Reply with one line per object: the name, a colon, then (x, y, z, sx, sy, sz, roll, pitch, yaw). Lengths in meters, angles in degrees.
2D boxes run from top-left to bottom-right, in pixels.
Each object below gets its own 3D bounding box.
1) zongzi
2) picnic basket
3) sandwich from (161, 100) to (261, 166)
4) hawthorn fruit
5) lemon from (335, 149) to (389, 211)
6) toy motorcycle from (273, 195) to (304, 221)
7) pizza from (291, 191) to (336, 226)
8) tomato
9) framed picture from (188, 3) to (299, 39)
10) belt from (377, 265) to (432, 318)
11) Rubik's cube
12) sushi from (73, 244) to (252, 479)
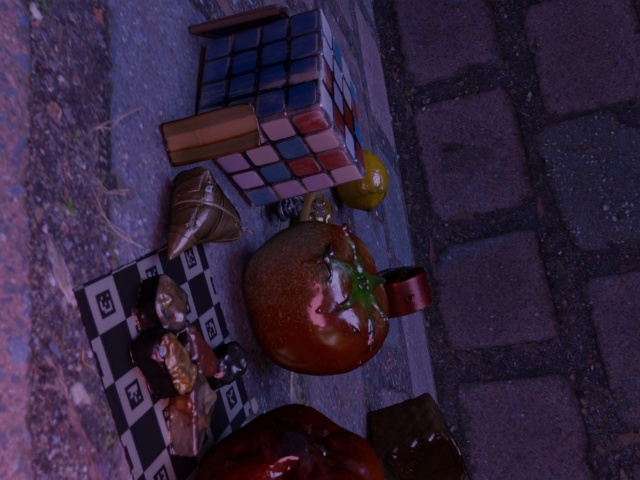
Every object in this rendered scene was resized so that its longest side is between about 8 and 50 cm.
zongzi: (-0.183, 0.001, 1.025, 0.189, 0.081, 0.178, 58, 30, -50)
picnic basket: (0.285, 0.641, 1.803, 0.321, 0.254, 0.291, -103, 169, -52)
sandwich: (-0.165, -0.182, 1.063, 0.113, 0.163, 0.079, -49, 125, -71)
hawthorn fruit: (-0.035, 0.391, 0.907, 0.295, 0.295, 0.311, -81, 158, -51)
lemon: (0.132, -0.194, 2.026, 0.180, 0.181, 0.193, 52, 52, -56)
toy motorcycle: (-0.081, -0.118, 1.476, 0.193, 0.061, 0.124, -52, 125, -69)
pizza: (0.000, 0.000, 1.624, 0.323, 0.090, 0.223, -82, 151, -48)
tomato: (-0.013, 0.115, 1.228, 0.303, 0.239, 0.303, 43, 36, -43)
framed picture: (-0.133, -0.444, 1.310, 0.260, 0.189, 0.023, -41, 123, -72)
belt: (0.229, 0.160, 2.023, 0.324, 0.227, 0.115, -134, -149, -85)
Rubik's cube: (-0.071, -0.256, 1.259, 0.253, 0.259, 0.256, 55, 28, -55)
sushi: (-0.181, 0.176, 0.934, 0.359, 0.064, 0.343, -42, 118, -72)
